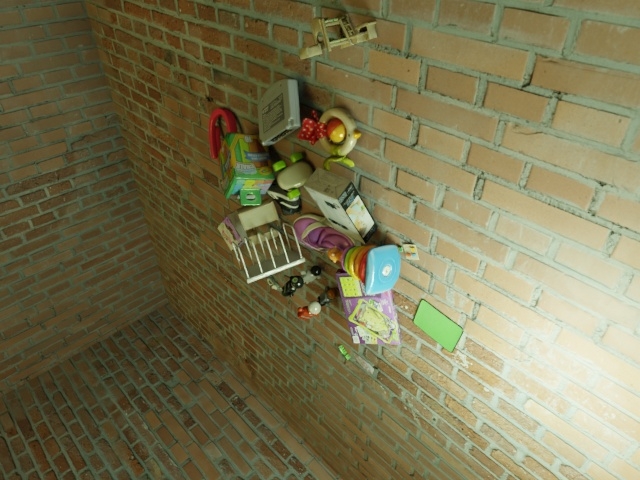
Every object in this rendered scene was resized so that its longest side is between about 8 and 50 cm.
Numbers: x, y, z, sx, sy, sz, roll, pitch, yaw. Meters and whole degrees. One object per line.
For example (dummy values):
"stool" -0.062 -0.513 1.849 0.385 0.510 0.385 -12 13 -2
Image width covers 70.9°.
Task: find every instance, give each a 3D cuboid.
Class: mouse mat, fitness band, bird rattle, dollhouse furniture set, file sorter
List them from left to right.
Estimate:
"fitness band" -0.451 -0.468 2.108 0.209 0.054 0.291 7 104 50
"dollhouse furniture set" -0.332 -0.205 2.219 0.356 0.173 0.303 -115 8 -48
"file sorter" -0.247 0.048 2.053 0.193 0.277 0.173 23 132 68
"bird rattle" 0.047 -0.373 1.579 0.207 0.143 0.254 -44 66 44
"dollhouse furniture set" 0.043 -0.611 1.305 0.160 0.181 0.101 9 122 49
"mouse mat" 0.433 0.318 1.671 0.189 0.007 0.153 39 141 29

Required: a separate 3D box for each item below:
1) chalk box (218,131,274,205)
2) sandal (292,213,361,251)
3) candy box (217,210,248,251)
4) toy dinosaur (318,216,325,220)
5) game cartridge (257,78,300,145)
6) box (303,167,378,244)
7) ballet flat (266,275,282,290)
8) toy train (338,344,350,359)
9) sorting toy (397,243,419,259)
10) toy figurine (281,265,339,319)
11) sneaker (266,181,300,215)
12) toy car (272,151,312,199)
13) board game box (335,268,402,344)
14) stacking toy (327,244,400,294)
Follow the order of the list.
"chalk box" -0.315 -0.288 1.920 0.179 0.180 0.289 -46 53 55
"sandal" -0.004 -0.014 1.888 0.416 0.102 0.170 11 123 48
"candy box" -0.479 -0.049 2.492 0.165 0.070 0.196 58 145 2
"toy dinosaur" 0.051 -0.134 1.788 0.093 0.053 0.183 50 137 37
"game cartridge" -0.161 -0.490 1.704 0.294 0.060 0.196 -7 91 60
"box" 0.078 -0.119 1.607 0.169 0.087 0.290 27 164 39
"ballet flat" -0.260 0.241 2.462 0.114 0.041 0.041 48 144 15
"toy train" 0.117 0.559 2.239 0.083 0.023 0.017 55 146 5
"sorting toy" 0.312 0.042 1.609 0.083 0.012 0.062 1 117 51
"toy figurine" -0.044 0.230 2.032 0.213 0.209 0.148 56 139 7
"sneaker" -0.182 -0.177 2.011 0.216 0.079 0.121 28 135 36
"toy car" -0.108 -0.254 1.855 0.155 0.148 0.188 64 174 -1
"board game box" 0.198 0.269 1.822 0.208 0.056 0.347 -2 115 27
"stacking toy" 0.137 0.079 1.692 0.301 0.165 0.175 15 107 46
